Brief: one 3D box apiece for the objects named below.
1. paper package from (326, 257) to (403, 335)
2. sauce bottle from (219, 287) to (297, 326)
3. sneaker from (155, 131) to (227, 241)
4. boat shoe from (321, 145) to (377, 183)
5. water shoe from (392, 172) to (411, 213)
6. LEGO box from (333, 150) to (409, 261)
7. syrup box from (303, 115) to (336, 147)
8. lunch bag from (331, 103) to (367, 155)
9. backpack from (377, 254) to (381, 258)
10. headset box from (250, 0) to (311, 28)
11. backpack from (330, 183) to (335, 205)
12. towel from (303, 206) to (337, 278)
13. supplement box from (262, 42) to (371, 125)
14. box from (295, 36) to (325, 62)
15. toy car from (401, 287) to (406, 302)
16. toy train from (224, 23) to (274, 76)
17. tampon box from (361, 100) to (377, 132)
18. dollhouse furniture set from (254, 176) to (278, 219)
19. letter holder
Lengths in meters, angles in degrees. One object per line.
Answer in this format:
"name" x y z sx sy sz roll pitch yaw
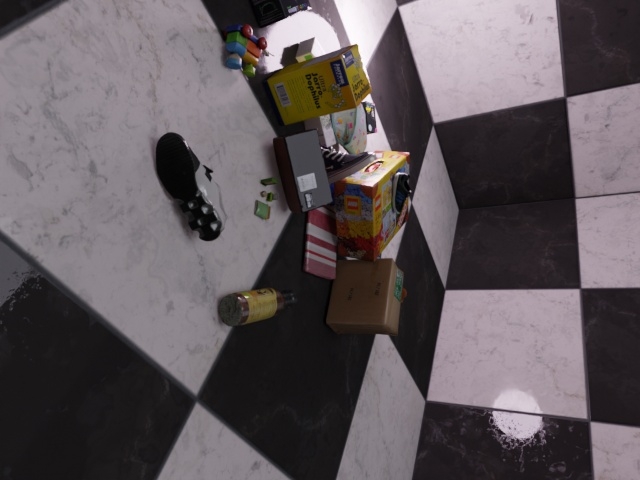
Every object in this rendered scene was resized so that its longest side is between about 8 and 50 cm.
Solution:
"paper package" 0.211 0.263 2.066 0.168 0.309 0.325 47 47 -51
"sauce bottle" -0.206 0.224 1.568 0.344 0.111 0.112 1 86 -61
"sneaker" -0.379 -0.170 1.340 0.146 0.122 0.331 -72 146 -63
"boat shoe" 0.064 -0.341 1.889 0.158 0.340 0.127 62 33 -13
"water shoe" 0.380 -0.213 2.068 0.073 0.080 0.203 -45 137 -49
"LEGO box" 0.263 -0.184 2.156 0.500 0.193 0.373 -44 136 -50
"syrup box" -0.014 -0.532 1.998 0.093 0.096 0.237 -39 119 -52
"lunch bag" 0.140 -0.544 2.165 0.223 0.159 0.263 26 61 -71
"backpack" 0.278 0.093 2.403 0.084 0.104 0.115 36 61 -51
"headset box" -0.183 -1.018 1.743 0.246 0.131 0.283 -54 130 -49
"backpack" 0.090 -0.239 2.134 0.120 0.097 0.101 -57 133 -43
"towel" 0.000 0.000 2.016 0.237 0.037 0.330 24 64 -54
"supplement box" -0.010 -0.610 1.760 0.194 0.356 0.195 -55 131 -46
"box" -0.044 -0.830 1.995 0.101 0.087 0.102 42 52 -49
"toy car" 0.347 0.257 2.366 0.219 0.237 0.211 3 83 -60
"toy train" -0.248 -0.665 1.627 0.248 0.105 0.144 12 86 -58
"tampon box" 0.236 -0.664 2.431 0.120 0.101 0.161 -16 100 -58
"dollhouse furniture set" -0.197 -0.157 1.677 0.076 0.058 0.152 27 63 -55
"letter holder" -0.093 -0.282 1.809 0.151 0.214 0.302 -20 107 -26
